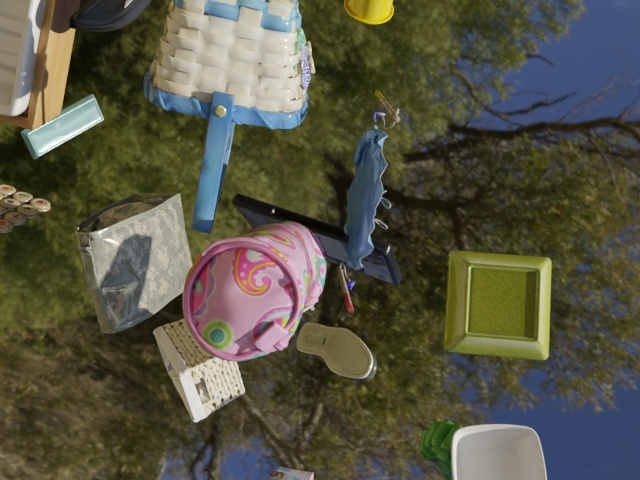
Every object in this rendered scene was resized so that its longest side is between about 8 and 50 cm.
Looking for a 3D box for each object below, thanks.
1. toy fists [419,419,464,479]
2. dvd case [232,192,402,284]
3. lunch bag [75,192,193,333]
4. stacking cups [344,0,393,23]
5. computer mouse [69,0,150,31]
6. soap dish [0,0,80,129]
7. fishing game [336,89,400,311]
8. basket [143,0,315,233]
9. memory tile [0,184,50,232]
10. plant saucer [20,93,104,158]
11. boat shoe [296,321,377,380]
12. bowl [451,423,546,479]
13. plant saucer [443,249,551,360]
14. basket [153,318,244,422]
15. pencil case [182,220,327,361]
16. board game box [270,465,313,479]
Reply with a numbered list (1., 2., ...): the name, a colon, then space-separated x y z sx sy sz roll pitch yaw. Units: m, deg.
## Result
1. toy fists: 0.316 0.460 1.534 0.096 0.142 0.279 -36 -160 -25
2. dvd case: 0.000 0.000 1.150 0.252 0.180 0.022 19 -103 16
3. lunch bag: -0.427 0.044 1.641 0.168 0.236 0.287 1 -160 24
4. stacking cups: 0.115 -0.515 1.240 0.316 0.095 0.096 107 -6 -56
5. computer mouse: -0.252 -0.383 1.081 0.262 0.060 0.184 -43 -159 -8
6. soap dish: -0.499 -0.343 1.171 0.228 0.118 0.291 18 -78 20
7. fishing game: 0.063 -0.052 0.939 0.189 0.041 0.264 -107 -154 -70
8. basket: -0.116 -0.182 0.917 0.255 0.200 0.289 -95 -160 -59
9. memory tile: -0.573 -0.060 1.331 0.148 0.113 0.012 -55 165 -62
10. plant saucer: -0.557 -0.250 1.609 0.018 0.067 0.192 14 -138 38
11. boat shoe: 0.043 0.214 1.413 0.233 0.079 0.084 15 -104 58
12. bowl: 0.270 0.358 1.135 0.053 0.141 0.142 91 -1 -65
13. plant saucer: 0.322 0.113 1.320 0.045 0.188 0.189 75 19 -80
14. basket: -0.213 0.216 1.298 0.103 0.113 0.167 -22 -149 -18
15. pencil case: -0.057 0.044 0.796 0.124 0.124 0.284 -51 178 6
16. board game box: -0.061 0.524 1.552 0.020 0.089 0.090 -50 143 -69
